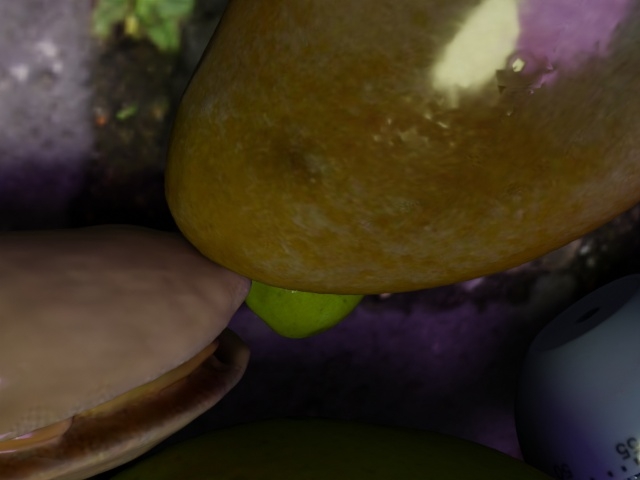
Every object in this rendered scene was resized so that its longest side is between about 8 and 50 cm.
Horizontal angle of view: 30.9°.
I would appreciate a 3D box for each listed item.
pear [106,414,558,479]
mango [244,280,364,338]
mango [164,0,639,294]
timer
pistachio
[{"bbox_3d":[-0.033,0.226,0.608,0.398,0.165,0.399,-26,145,-19],"label":"pear"},{"bbox_3d":[0.000,0.000,0.608,0.073,0.056,0.108,27,93,-31],"label":"mango"},{"bbox_3d":[0.083,-0.119,0.490,0.384,0.199,0.221,-42,112,10],"label":"mango"},{"bbox_3d":[0.232,0.122,0.658,0.255,0.175,0.175,31,105,-4],"label":"timer"},{"bbox_3d":[-0.137,0.052,0.531,0.223,0.152,0.126,-11,119,-20],"label":"pistachio"}]
